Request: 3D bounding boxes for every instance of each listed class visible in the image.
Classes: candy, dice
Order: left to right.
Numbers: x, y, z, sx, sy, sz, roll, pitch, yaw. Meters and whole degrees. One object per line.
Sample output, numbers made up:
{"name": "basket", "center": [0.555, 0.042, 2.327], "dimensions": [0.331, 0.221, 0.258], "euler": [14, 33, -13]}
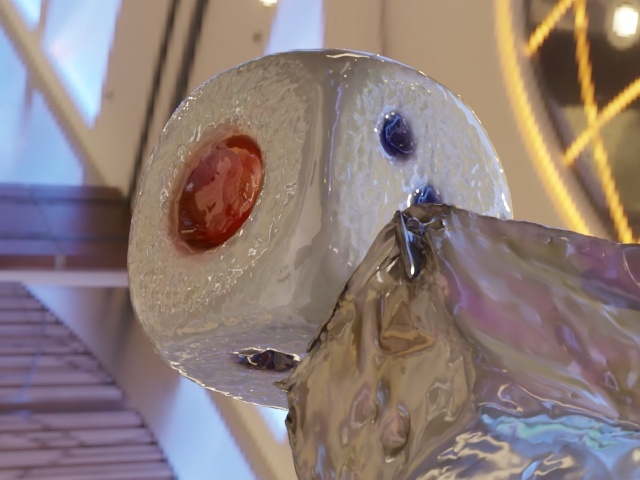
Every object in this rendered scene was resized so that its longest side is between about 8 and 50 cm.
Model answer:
{"name": "dice", "center": [0.000, 0.000, 0.967], "dimensions": [0.194, 0.192, 0.193], "euler": [-16, -122, 41]}
{"name": "candy", "center": [0.094, 0.084, 0.770], "dimensions": [0.185, 0.195, 0.137], "euler": [-56, -145, 37]}
